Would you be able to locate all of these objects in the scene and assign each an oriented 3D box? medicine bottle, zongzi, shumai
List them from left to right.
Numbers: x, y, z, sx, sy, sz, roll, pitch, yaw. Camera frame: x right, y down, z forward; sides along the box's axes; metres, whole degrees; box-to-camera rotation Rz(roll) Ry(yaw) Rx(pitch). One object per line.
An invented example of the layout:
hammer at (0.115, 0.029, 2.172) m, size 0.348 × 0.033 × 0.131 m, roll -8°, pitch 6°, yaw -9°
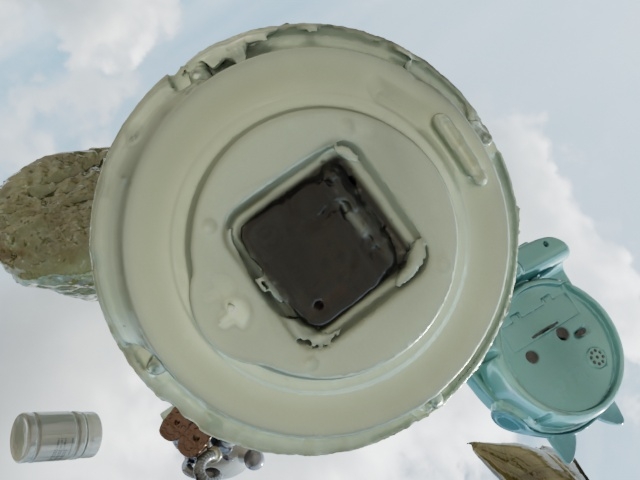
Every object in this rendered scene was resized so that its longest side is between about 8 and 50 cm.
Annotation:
medicine bottle at (-0.317, 0.235, 0.795) m, size 0.058 × 0.091 × 0.058 m, roll -12°, pitch -108°, yaw 43°
shumai at (-0.247, 0.020, 0.770) m, size 0.222 × 0.204 × 0.272 m, roll 18°, pitch -150°, yaw 18°
medicine bottle at (-0.329, 0.402, 1.546) m, size 0.083 × 0.047 × 0.047 m, roll -31°, pitch -132°, yaw -16°
zongzi at (0.345, 0.396, 1.066) m, size 0.197 × 0.099 × 0.194 m, roll 18°, pitch -170°, yaw -4°

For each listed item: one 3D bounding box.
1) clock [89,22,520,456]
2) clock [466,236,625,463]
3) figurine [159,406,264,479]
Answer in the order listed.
clock at (0.000, 0.000, 0.342) m, size 0.236 × 0.237 × 0.053 m, roll -27°, pitch -174°, yaw -8°
clock at (0.300, 0.145, 0.885) m, size 0.223 × 0.094 × 0.274 m, roll -26°, pitch -106°, yaw -23°
figurine at (-0.255, 0.453, 1.549) m, size 0.186 × 0.382 × 0.261 m, roll -38°, pitch -112°, yaw -11°
